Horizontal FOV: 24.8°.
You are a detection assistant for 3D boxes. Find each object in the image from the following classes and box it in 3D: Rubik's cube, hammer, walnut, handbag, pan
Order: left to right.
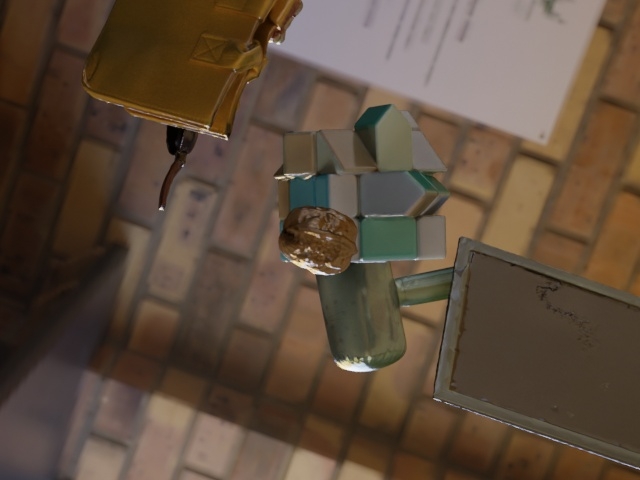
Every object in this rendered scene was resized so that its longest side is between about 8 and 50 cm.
[{"bbox_3d":[-0.214,-0.140,2.227,0.115,0.040,0.212,136,-35,-60],"label":"pan"},{"bbox_3d":[-0.151,-0.345,2.113,0.133,0.283,0.401,36,75,-47],"label":"handbag"},{"bbox_3d":[0.000,0.000,1.729,0.082,0.096,0.079,153,-47,-73],"label":"walnut"},{"bbox_3d":[0.051,-0.075,1.985,0.265,0.224,0.213,180,-91,-65],"label":"Rubik's cube"},{"bbox_3d":[0.164,0.075,2.229,0.119,0.335,0.207,154,-76,-78],"label":"hammer"}]

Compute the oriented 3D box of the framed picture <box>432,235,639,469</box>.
[{"bbox_3d":[0.257,0.122,1.544,0.016,0.273,0.216,118,-11,-53],"label":"framed picture"}]
